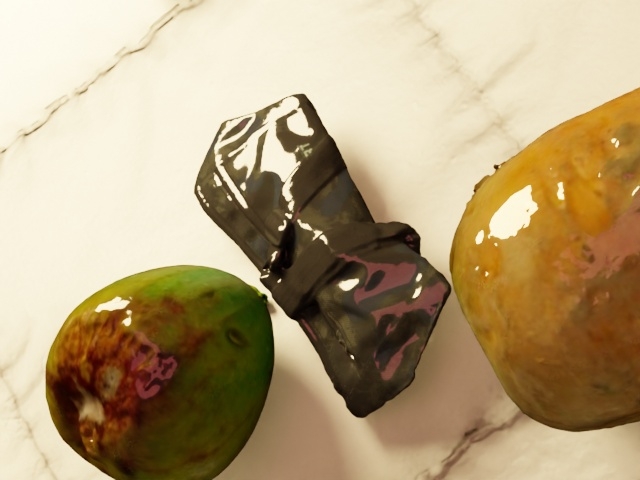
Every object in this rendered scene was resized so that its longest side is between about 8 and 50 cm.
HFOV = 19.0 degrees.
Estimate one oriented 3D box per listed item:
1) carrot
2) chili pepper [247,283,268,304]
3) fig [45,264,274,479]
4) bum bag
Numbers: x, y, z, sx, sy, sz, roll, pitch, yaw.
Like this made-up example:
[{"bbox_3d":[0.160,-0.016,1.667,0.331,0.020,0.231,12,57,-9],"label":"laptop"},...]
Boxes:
[{"bbox_3d":[0.267,-0.010,1.378,0.340,0.224,0.224,-28,64,12],"label":"carrot"},{"bbox_3d":[-0.082,0.048,1.627,0.083,0.017,0.030,0,75,23],"label":"chili pepper"},{"bbox_3d":[-0.125,0.105,1.548,0.191,0.181,0.181,-37,60,-18],"label":"fig"},{"bbox_3d":[0.000,0.000,1.577,0.137,0.074,0.310,-46,61,16],"label":"bum bag"}]
